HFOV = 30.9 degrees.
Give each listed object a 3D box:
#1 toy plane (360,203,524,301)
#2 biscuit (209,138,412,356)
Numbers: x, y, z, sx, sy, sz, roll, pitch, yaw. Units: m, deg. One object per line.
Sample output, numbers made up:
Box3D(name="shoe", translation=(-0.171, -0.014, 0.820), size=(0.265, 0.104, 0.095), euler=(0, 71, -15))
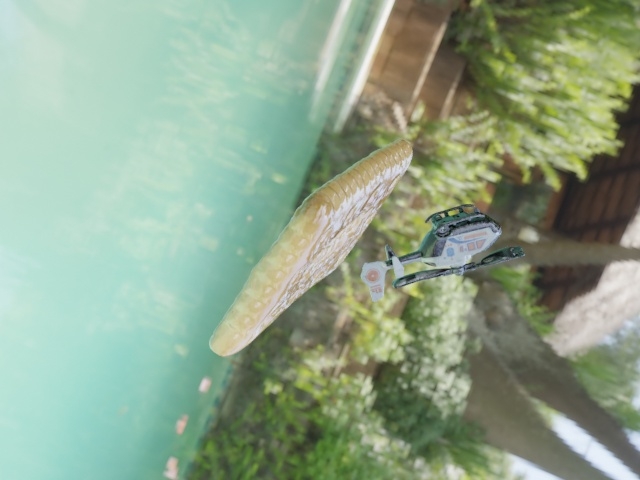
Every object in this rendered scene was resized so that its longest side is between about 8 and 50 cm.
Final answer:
Box3D(name="toy plane", translation=(0.142, 0.012, 1.389), size=(0.053, 0.197, 0.078), euler=(-115, -173, -72))
Box3D(name="biscuit", translation=(0.001, 0.001, 0.958), size=(0.160, 0.030, 0.250), euler=(-55, 173, 23))
